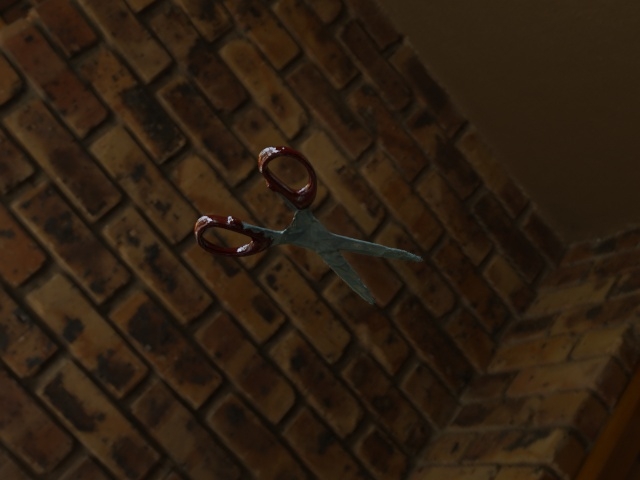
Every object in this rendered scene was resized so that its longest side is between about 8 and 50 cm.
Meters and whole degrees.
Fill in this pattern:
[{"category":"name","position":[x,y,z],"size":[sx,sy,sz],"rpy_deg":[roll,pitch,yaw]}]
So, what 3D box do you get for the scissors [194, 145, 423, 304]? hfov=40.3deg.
[{"category":"scissors","position":[0.000,0.000,0.916],"size":[0.248,0.017,0.144],"rpy_deg":[29,-62,-35]}]
